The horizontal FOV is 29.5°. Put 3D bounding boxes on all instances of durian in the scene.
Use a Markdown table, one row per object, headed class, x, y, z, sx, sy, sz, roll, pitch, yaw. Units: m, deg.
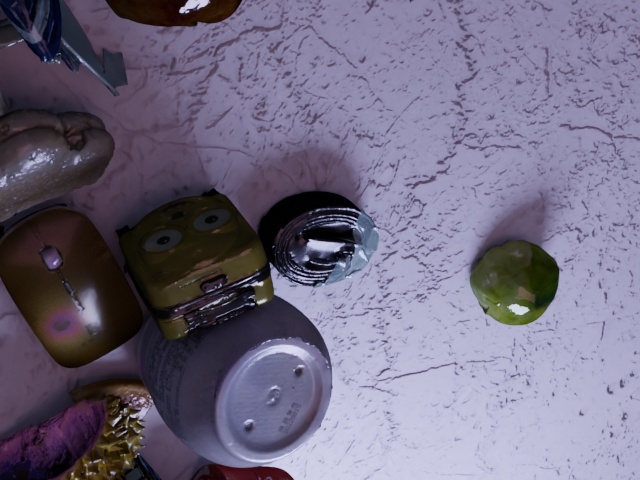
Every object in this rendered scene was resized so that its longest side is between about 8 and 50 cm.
| class | x | y | z | sx | sy | sz | roll | pitch | yaw |
| --- | --- | --- | --- | --- | --- | --- | --- | --- | --- |
| durian | -0.394 | 0.356 | 1.925 | 0.260 | 0.153 | 0.186 | -32 | 146 | 18 |

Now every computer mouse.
| class | x | y | z | sx | sy | sz | roll | pitch | yaw |
| --- | --- | --- | --- | --- | --- | --- | --- | --- | --- |
| computer mouse | -0.372 | 0.080 | 1.830 | 0.158 | 0.072 | 0.310 | -30 | 135 | -11 |

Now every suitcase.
| class | x | y | z | sx | sy | sz | roll | pitch | yaw |
| --- | --- | --- | --- | --- | --- | --- | --- | --- | --- |
| suitcase | -0.192 | 0.025 | 1.816 | 0.194 | 0.235 | 0.143 | -22 | 123 | -14 |

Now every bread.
| class | x | y | z | sx | sy | sz | roll | pitch | yaw |
| --- | --- | --- | --- | --- | --- | --- | --- | --- | --- |
| bread | -0.355 | 0.272 | 1.978 | 0.136 | 0.054 | 0.154 | 32 | 93 | -36 |
| bread | -0.443 | -0.096 | 1.658 | 0.337 | 0.183 | 0.102 | -24 | 79 | -16 |

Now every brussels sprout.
| class | x | y | z | sx | sy | sz | roll | pitch | yaw |
| --- | --- | --- | --- | --- | --- | --- | --- | --- | --- |
| brussels sprout | 0.356 | 0.083 | 2.186 | 0.149 | 0.122 | 0.151 | -17 | 123 | -21 |

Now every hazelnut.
| class | x | y | z | sx | sy | sz | roll | pitch | yaw |
| --- | --- | --- | --- | --- | --- | --- | --- | --- | --- |
| hazelnut | -0.202 | -0.374 | 1.652 | 0.204 | 0.178 | 0.178 | -4 | 122 | 11 |

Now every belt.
| class | x | y | z | sx | sy | sz | roll | pitch | yaw |
| --- | --- | --- | --- | --- | --- | --- | --- | --- | --- |
| belt | 0.000 | 0.000 | 1.995 | 0.198 | 0.078 | 0.151 | -5 | 115 | -26 |

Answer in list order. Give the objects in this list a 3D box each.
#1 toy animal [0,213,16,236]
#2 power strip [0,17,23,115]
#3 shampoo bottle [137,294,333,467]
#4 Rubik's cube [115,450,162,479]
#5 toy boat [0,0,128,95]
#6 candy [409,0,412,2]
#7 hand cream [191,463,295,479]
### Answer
| class | x | y | z | sx | sy | sz | roll | pitch | yaw |
| --- | --- | --- | --- | --- | --- | --- | --- | --- | --- |
| toy animal | -0.489 | -0.013 | 1.768 | 0.065 | 0.047 | 0.135 | 14 | 110 | -26 |
| power strip | -0.489 | -0.232 | 1.594 | 0.224 | 0.139 | 0.140 | -18 | 121 | -17 |
| shampoo bottle | -0.135 | 0.205 | 1.913 | 0.273 | 0.266 | 0.273 | -12 | 113 | -29 |
| Rubik's cube | -0.325 | 0.486 | 2.026 | 0.184 | 0.182 | 0.187 | -36 | 126 | -6 |
| toy boat | -0.342 | -0.279 | 1.608 | 0.070 | 0.210 | 0.291 | -23 | 127 | 13 |
| candy | 0.171 | -0.432 | 1.876 | 0.136 | 0.038 | 0.088 | -31 | 122 | 3 |
| hand cream | -0.135 | 0.500 | 2.104 | 0.149 | 0.230 | 0.230 | 11 | 110 | -32 |
